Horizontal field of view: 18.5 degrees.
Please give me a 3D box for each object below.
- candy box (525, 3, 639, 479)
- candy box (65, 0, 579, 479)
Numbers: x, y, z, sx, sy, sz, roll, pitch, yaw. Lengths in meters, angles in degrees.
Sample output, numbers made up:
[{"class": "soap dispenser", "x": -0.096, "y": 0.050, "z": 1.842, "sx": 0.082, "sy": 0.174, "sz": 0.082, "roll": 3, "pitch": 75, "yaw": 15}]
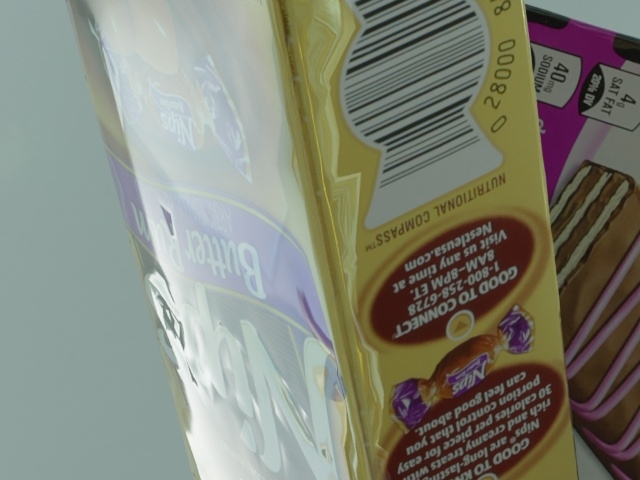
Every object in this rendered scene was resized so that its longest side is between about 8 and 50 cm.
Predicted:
[{"class": "candy box", "x": 0.119, "y": 0.042, "z": 0.519, "sx": 0.233, "sy": 0.071, "sz": 0.159, "roll": 20, "pitch": -87, "yaw": 25}, {"class": "candy box", "x": 0.000, "y": 0.000, "z": 0.408, "sx": 0.053, "sy": 0.187, "sz": 0.109, "roll": -26, "pitch": -144, "yaw": -19}]
